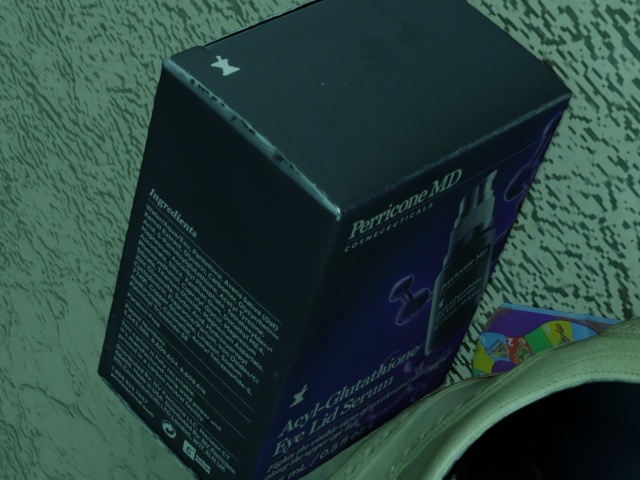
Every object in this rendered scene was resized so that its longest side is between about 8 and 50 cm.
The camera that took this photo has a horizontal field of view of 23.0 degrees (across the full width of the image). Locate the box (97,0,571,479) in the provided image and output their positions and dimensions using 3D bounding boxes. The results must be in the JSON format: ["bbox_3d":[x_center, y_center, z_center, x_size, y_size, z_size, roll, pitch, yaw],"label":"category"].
[{"bbox_3d":[0.000,0.000,0.719,0.108,0.153,0.207,42,139,23],"label":"box"}]

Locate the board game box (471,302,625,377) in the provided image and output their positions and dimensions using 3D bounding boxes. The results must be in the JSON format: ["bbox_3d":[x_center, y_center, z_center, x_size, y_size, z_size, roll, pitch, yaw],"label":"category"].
[{"bbox_3d":[0.125,0.101,0.734,0.169,0.033,0.133,7,117,46],"label":"board game box"}]

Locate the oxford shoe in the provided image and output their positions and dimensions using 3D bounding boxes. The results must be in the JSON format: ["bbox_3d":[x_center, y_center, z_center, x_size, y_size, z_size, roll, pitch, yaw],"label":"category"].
[{"bbox_3d":[0.062,0.123,0.669,0.397,0.147,0.140,-41,70,40],"label":"oxford shoe"}]
